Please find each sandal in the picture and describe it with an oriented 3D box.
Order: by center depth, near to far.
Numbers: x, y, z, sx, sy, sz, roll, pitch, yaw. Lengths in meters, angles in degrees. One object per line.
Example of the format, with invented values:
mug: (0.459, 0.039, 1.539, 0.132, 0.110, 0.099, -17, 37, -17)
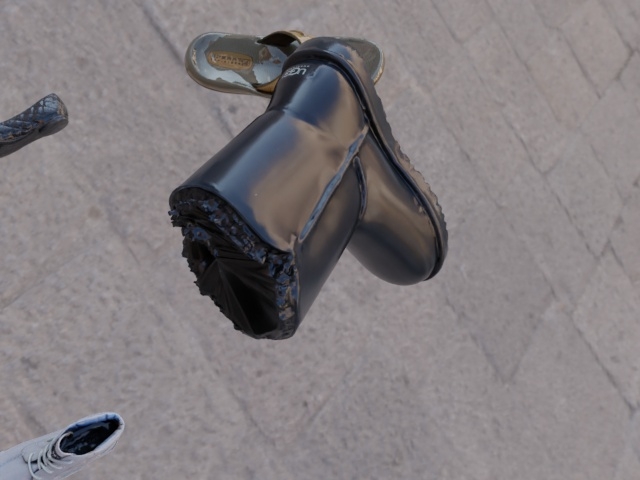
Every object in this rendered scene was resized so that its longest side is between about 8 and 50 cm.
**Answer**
sandal: (-0.032, -0.159, 0.718, 0.180, 0.049, 0.072, 6, 73, 0)

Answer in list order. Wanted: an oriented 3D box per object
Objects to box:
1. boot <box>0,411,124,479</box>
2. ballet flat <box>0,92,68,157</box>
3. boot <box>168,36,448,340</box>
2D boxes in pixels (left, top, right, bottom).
boot: (-0.450, 0.354, 1.347, 0.258, 0.123, 0.095, -25, 77, -32)
ballet flat: (-0.436, -0.153, 1.136, 0.173, 0.057, 0.049, -25, 74, -18)
boot: (0.000, 0.000, 0.613, 0.207, 0.094, 0.247, -59, 135, -37)
